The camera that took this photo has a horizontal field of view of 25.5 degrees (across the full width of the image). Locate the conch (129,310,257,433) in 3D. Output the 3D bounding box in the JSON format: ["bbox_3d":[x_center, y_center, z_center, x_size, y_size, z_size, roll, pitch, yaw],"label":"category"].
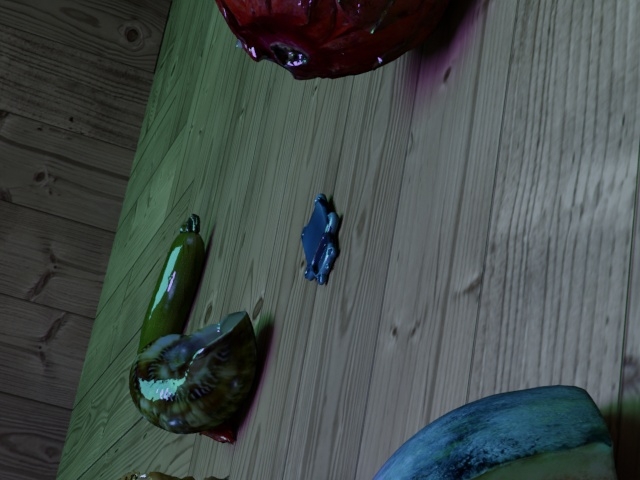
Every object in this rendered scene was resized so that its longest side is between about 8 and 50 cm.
[{"bbox_3d":[-0.163,0.178,1.899,0.187,0.124,0.181,-40,24,-15],"label":"conch"}]

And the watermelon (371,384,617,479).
[{"bbox_3d":[0.071,0.209,0.924,0.188,0.175,0.322,-109,39,-65],"label":"watermelon"}]

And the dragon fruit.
[{"bbox_3d":[0.020,-0.324,1.505,0.302,0.295,0.295,-64,12,-16],"label":"dragon fruit"}]

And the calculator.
[{"bbox_3d":[0.000,0.000,1.726,0.141,0.019,0.094,-104,34,-61],"label":"calculator"}]

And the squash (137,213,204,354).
[{"bbox_3d":[-0.260,0.110,2.464,0.080,0.071,0.319,-5,-65,-61],"label":"squash"}]

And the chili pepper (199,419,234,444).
[{"bbox_3d":[-0.164,0.247,1.998,0.059,0.050,0.268,-58,15,-3],"label":"chili pepper"}]

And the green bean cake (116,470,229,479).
[{"bbox_3d":[-0.115,0.316,1.405,0.229,0.224,0.131,143,141,-61],"label":"green bean cake"}]
